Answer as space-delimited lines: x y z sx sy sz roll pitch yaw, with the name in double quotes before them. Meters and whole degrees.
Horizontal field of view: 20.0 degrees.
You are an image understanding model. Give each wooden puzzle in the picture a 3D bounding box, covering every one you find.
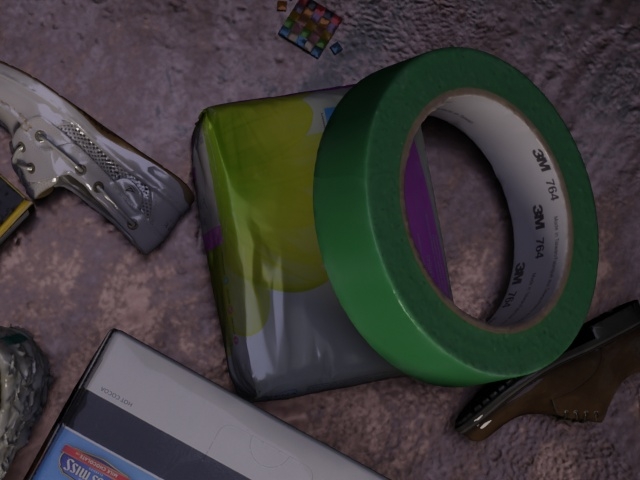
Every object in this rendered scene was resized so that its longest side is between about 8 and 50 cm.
"wooden puzzle" -0.011 -0.221 1.874 0.083 0.006 0.049 31 81 -1

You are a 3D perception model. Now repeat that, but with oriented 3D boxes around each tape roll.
"tape roll" 0.136 -0.023 1.744 0.321 0.077 0.321 12 72 -40

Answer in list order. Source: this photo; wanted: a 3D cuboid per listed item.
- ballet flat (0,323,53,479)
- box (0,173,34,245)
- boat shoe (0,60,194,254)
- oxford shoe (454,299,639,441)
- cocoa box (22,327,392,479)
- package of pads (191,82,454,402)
"ballet flat" -0.397 0.254 1.721 0.147 0.147 0.409 28 82 -2
"box" -0.484 -0.048 1.774 0.322 0.079 0.257 42 83 0
"boat shoe" -0.261 -0.084 1.788 0.277 0.098 0.096 34 81 -2
"oxford shoe" 0.242 0.152 1.820 0.227 0.083 0.096 -27 91 -7
"cocoa box" -0.101 0.263 1.691 0.347 0.231 0.228 29 83 -5
"package of pads" 0.000 0.000 1.793 0.229 0.101 0.296 -10 84 -14
